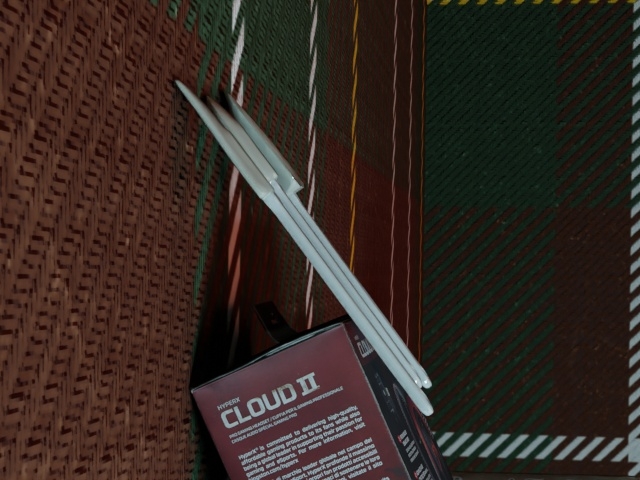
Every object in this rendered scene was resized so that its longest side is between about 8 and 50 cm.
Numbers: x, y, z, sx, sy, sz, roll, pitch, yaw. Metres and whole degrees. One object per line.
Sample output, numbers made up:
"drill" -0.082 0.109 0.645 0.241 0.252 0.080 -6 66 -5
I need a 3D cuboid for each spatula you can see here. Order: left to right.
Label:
"spatula" 0.000 0.000 0.867 0.242 0.019 0.168 53 3 2

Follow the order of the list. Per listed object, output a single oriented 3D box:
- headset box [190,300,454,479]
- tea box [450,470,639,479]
"headset box" 0.027 0.172 0.934 0.218 0.110 0.293 -5 71 -83
"tea box" 0.148 0.403 1.331 0.323 0.329 0.220 -78 166 -54
